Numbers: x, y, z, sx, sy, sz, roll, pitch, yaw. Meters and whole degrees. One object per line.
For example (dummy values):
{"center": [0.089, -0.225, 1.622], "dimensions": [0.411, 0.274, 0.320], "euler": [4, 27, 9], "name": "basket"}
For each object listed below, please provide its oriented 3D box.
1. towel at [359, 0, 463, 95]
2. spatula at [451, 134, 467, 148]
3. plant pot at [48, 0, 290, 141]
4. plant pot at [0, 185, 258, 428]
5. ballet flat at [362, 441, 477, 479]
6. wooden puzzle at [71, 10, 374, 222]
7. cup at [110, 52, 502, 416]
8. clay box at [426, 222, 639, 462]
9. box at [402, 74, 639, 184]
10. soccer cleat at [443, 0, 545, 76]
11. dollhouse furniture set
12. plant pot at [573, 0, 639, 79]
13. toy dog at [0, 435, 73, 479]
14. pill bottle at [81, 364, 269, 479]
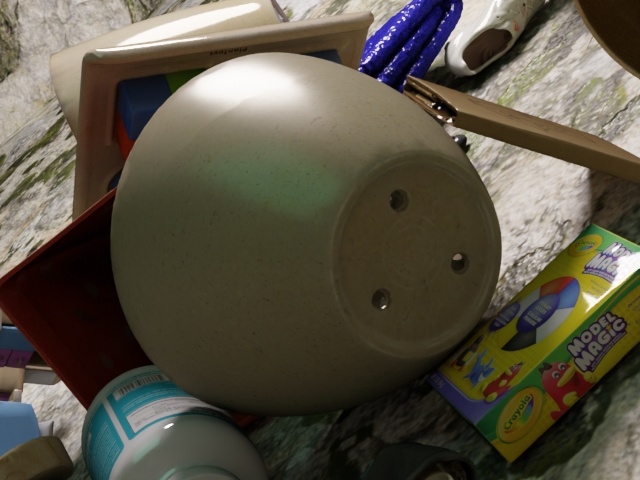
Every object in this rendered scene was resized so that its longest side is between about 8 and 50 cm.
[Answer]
{"center": [0.038, -0.192, 2.090], "dimensions": [0.308, 0.076, 0.228], "euler": [-35, 19, 51], "name": "towel"}
{"center": [0.044, -0.044, 1.904], "dimensions": [0.296, 0.030, 0.084], "euler": [-33, 23, 26], "name": "spatula"}
{"center": [-0.151, -0.183, 2.070], "dimensions": [0.274, 0.256, 0.256], "euler": [-28, 22, 9], "name": "plant pot"}
{"center": [-0.130, 0.043, 1.753], "dimensions": [0.267, 0.267, 0.236], "euler": [-36, 8, 19], "name": "plant pot"}
{"center": [0.041, 0.247, 1.209], "dimensions": [0.096, 0.095, 0.280], "euler": [-11, 35, 36], "name": "ballet flat"}
{"center": [-0.111, -0.109, 1.875], "dimensions": [0.322, 0.081, 0.348], "euler": [-11, -30, -19], "name": "wooden puzzle"}
{"center": [0.020, 0.002, 1.430], "dimensions": [0.331, 0.331, 0.237], "euler": [-50, 25, -18], "name": "cup"}
{"center": [0.196, 0.068, 1.335], "dimensions": [0.222, 0.053, 0.127], "euler": [-44, 18, -2], "name": "clay box"}
{"center": [0.187, -0.098, 1.506], "dimensions": [0.164, 0.201, 0.021], "euler": [-132, 59, -70], "name": "box"}
{"center": [0.225, -0.270, 1.984], "dimensions": [0.196, 0.068, 0.076], "euler": [-50, 24, 2], "name": "soccer cleat"}
{"center": [-0.305, 0.250, 1.924], "dimensions": [0.286, 0.198, 0.303], "euler": [128, 145, -58], "name": "dollhouse furniture set"}
{"center": [0.381, -0.287, 1.505], "dimensions": [0.237, 0.237, 0.254], "euler": [-23, 14, 45], "name": "plant pot"}
{"center": [-0.339, 0.333, 1.652], "dimensions": [0.333, 0.161, 0.220], "euler": [-13, 64, 1], "name": "toy dog"}
{"center": [-0.131, 0.214, 1.527], "dimensions": [0.146, 0.146, 0.264], "euler": [-44, 19, -3], "name": "pill bottle"}
